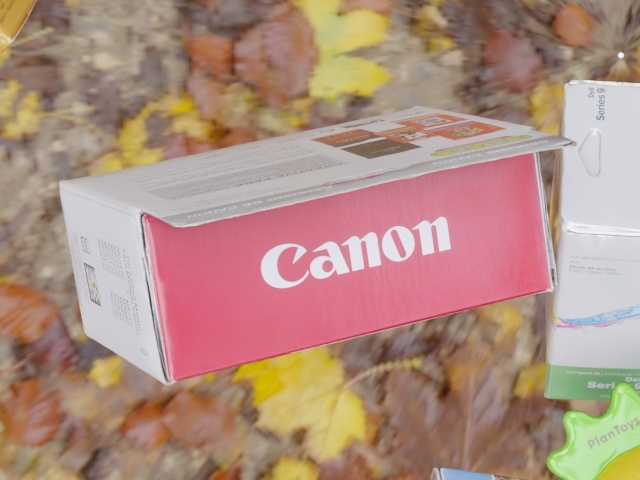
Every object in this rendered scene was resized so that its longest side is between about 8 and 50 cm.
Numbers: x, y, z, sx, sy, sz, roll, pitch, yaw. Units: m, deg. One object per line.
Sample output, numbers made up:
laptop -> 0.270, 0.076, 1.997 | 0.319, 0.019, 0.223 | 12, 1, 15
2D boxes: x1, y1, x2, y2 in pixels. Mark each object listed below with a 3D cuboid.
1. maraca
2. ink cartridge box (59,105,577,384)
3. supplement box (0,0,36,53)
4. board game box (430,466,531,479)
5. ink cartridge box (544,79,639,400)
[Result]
maraca -> 0.242, 0.195, 1.440 | 0.127, 0.099, 0.185 | -29, 97, -5
ink cartridge box -> 0.000, 0.000, 1.430 | 0.309, 0.272, 0.130 | -13, 102, -20
supplement box -> -0.326, -0.222, 1.472 | 0.233, 0.080, 0.078 | 37, 131, -21
board game box -> 0.182, 0.222, 0.825 | 0.291, 0.232, 0.141 | 9, 107, -2
ink cartridge box -> 0.222, 0.003, 1.521 | 0.093, 0.154, 0.212 | 2, 140, 6
